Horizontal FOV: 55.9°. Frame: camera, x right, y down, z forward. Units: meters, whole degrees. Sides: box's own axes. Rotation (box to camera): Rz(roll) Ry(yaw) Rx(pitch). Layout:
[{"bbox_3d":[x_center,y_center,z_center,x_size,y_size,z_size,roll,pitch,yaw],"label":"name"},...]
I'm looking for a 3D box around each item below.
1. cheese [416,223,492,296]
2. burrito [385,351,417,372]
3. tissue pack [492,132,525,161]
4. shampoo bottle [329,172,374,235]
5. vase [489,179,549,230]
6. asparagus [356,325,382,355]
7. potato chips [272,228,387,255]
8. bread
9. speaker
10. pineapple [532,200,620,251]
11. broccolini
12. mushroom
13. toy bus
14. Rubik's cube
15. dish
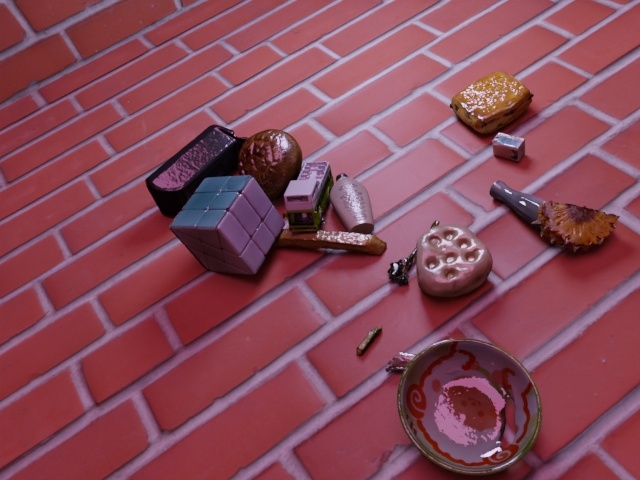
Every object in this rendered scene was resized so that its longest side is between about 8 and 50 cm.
[{"bbox_3d":[0.370,0.062,1.697,0.218,0.117,0.235,16,60,24],"label":"cheese"},{"bbox_3d":[0.244,0.320,1.566,0.149,0.041,0.055,1,65,17],"label":"burrito"},{"bbox_3d":[0.612,-0.305,1.962,0.094,0.074,0.059,24,64,34],"label":"tissue pack"},{"bbox_3d":[0.099,-0.123,1.952,0.127,0.078,0.257,-15,50,-2],"label":"shampoo bottle"},{"bbox_3d":[0.604,-0.110,1.803,0.086,0.086,0.214,-36,46,-14],"label":"vase"},{"bbox_3d":[0.134,0.270,1.654,0.025,0.021,0.108,28,63,34],"label":"asparagus"},{"bbox_3d":[0.000,0.000,1.883,0.407,0.080,0.057,4,63,20],"label":"potato chips"},{"bbox_3d":[0.596,-0.475,2.097,0.235,0.099,0.210,-31,47,-3],"label":"bread"},{"bbox_3d":[-0.404,-0.241,2.135,0.184,0.180,0.388,31,64,28],"label":"speaker"},{"bbox_3d":[0.706,-0.026,1.675,0.233,0.079,0.135,9,80,-3],"label":"pineapple"},{"bbox_3d":[0.284,0.036,1.808,0.254,0.071,0.057,-47,12,-30],"label":"broccolini"},{"bbox_3d":[-0.177,-0.256,2.061,0.253,0.153,0.253,-5,81,36],"label":"mushroom"},{"bbox_3d":[-0.034,-0.155,1.949,0.113,0.139,0.302,-1,33,14],"label":"toy bus"},{"bbox_3d":[-0.284,-0.049,1.874,0.231,0.221,0.225,2,50,40],"label":"Rubik's cube"},{"bbox_3d":[0.344,0.402,1.424,0.324,0.124,0.324,-4,54,5],"label":"dish"}]
